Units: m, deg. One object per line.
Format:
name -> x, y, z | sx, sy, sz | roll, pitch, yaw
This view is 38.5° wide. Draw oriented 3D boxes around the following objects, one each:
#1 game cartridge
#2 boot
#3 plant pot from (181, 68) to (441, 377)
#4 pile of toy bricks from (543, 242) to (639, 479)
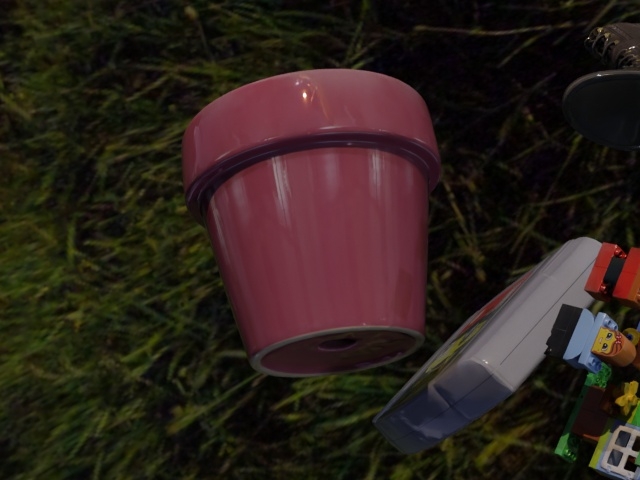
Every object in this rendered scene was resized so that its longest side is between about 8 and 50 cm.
game cartridge -> 0.149, 0.116, 0.884 | 0.060, 0.196, 0.294 | 42, 154, 5
boot -> 0.373, -0.198, 1.092 | 0.229, 0.263, 0.091 | -111, 22, -56
plant pot -> 0.000, 0.000, 0.690 | 0.201, 0.201, 0.180 | -34, 57, 49
pile of toy bricks -> 0.189, 0.107, 0.508 | 0.105, 0.212, 0.118 | 12, 164, 48
